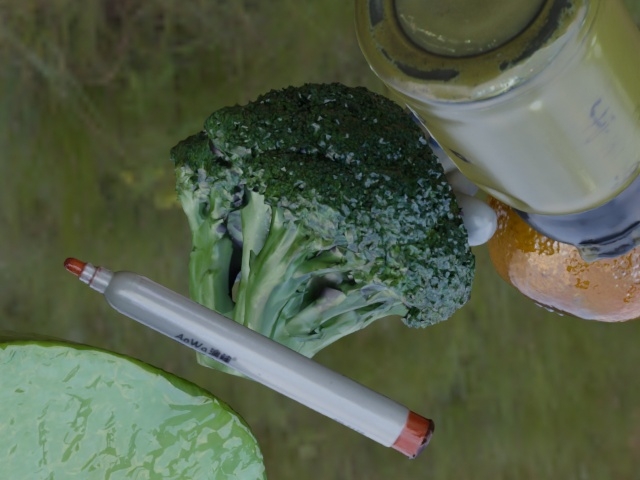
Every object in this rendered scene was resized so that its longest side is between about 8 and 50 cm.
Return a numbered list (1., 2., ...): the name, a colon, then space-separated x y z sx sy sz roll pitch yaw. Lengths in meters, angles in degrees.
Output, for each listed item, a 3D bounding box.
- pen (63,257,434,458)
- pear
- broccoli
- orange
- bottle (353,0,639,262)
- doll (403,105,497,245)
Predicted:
1. pen: -0.039 0.060 0.961 0.218 0.026 0.026 27 165 -8
2. pear: -0.152 0.142 0.972 0.239 0.288 0.139 -8 -149 -23
3. broccoli: 0.000 0.000 1.560 0.308 0.275 0.308 21 -179 -1
4. orange: 0.263 -0.007 1.741 0.224 0.170 0.224 24 -174 -3
5. bottle: 0.163 -0.106 1.317 0.172 0.171 0.351 -8 155 21
6. doll: 0.075 -0.045 1.770 0.243 0.159 0.311 -12 -149 -9
